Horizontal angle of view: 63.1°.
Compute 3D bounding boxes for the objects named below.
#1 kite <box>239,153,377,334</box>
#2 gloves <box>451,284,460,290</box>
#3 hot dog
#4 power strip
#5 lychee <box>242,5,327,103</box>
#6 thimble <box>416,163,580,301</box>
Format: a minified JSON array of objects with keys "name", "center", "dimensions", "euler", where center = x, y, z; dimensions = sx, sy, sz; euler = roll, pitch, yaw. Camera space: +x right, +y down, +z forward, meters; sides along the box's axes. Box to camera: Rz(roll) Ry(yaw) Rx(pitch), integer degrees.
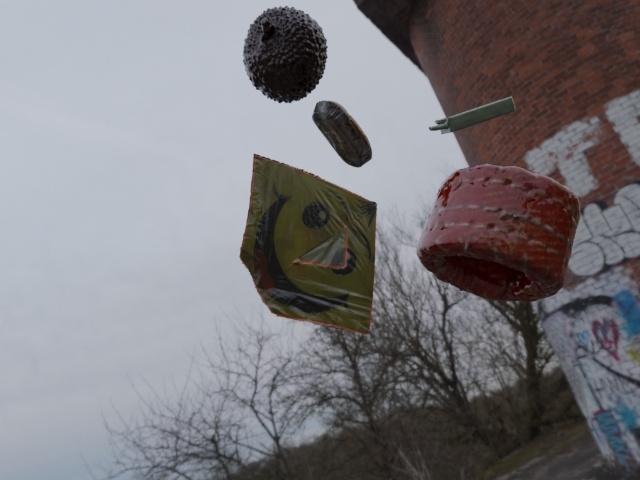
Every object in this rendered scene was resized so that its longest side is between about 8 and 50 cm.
[{"name":"kite","center":[0.001,-0.001,0.932],"dimensions":[0.327,0.378,0.013],"euler":[-32,4,-35]},{"name":"gloves","center":[0.473,0.076,1.801],"dimensions":[0.119,0.285,0.142],"euler":[-13,-51,-14]},{"name":"hot dog","center":[0.076,-0.337,1.659],"dimensions":[0.144,0.075,0.268],"euler":[11,-30,41]},{"name":"power strip","center":[0.478,-0.394,1.678],"dimensions":[0.288,0.053,0.093],"euler":[-20,11,-8]},{"name":"lychee","center":[-0.110,-0.571,1.610],"dimensions":[0.275,0.276,0.304],"euler":[-24,-28,15]},{"name":"thimble","center":[0.421,-0.009,1.232],"dimensions":[0.350,0.231,0.350],"euler":[18,-17,6]}]
